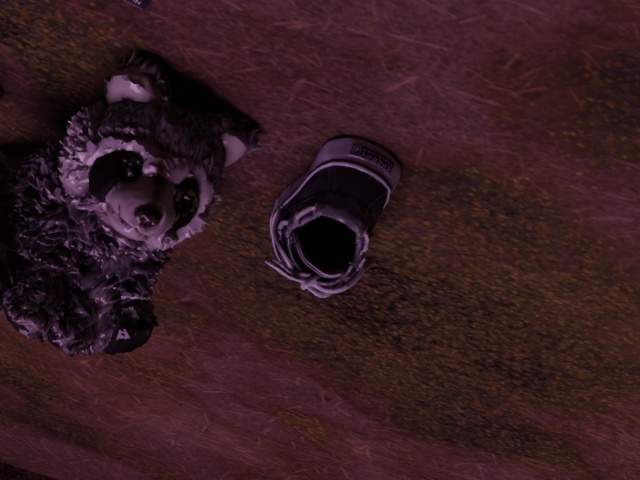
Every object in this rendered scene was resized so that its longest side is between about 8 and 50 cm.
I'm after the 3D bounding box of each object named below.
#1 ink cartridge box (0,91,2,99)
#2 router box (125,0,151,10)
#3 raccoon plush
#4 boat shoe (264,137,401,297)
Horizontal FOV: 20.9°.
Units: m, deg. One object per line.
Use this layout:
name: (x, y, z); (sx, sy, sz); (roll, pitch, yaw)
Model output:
ink cartridge box: (-0.472, -0.192, 1.792); (0.235, 0.088, 0.193); (15, 156, 16)
router box: (-0.197, -0.269, 1.416); (0.179, 0.046, 0.133); (27, 157, -13)
raccoon plush: (-0.257, -0.091, 1.803); (0.216, 0.299, 0.446); (22, -164, -42)
boat shoe: (0.004, 0.002, 1.765); (0.113, 0.105, 0.306); (26, 157, -8)
